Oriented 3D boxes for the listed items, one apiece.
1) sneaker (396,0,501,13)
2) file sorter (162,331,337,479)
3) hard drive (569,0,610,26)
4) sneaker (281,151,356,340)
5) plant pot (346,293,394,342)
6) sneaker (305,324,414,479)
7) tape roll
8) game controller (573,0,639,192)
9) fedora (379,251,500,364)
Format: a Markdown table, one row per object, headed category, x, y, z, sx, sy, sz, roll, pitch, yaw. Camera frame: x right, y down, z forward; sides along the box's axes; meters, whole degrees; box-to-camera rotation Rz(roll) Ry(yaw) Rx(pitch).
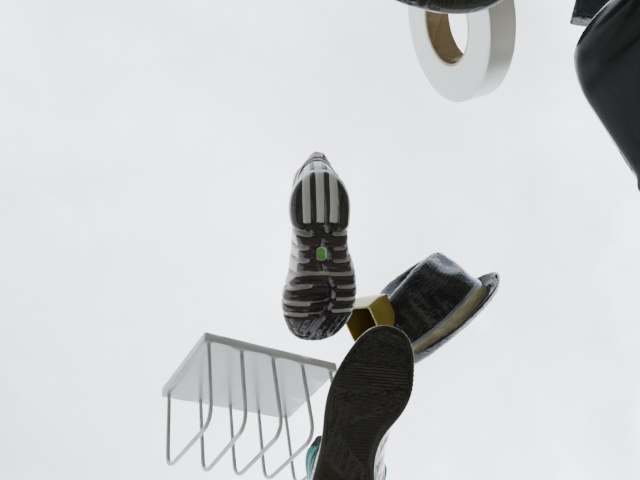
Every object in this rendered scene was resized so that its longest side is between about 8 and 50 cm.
| category | x | y | z | sx | sy | sz | roll | pitch | yaw |
| --- | --- | --- | --- | --- | --- | --- | --- | --- | --- |
| sneaker | 0.088 | -0.466 | 0.924 | 0.447 | 0.169 | 0.257 | 26 | -158 | 10 |
| file sorter | -0.123 | 0.317 | 1.122 | 0.277 | 0.193 | 0.173 | 19 | -142 | -28 |
| hard drive | 0.338 | -0.295 | 0.674 | 0.022 | 0.094 | 0.135 | 36 | -110 | -72 |
| sneaker | 0.000 | 0.000 | 0.910 | 0.106 | 0.282 | 0.163 | 3 | -148 | -4 |
| plant pot | 0.105 | 0.150 | 1.255 | 0.083 | 0.081 | 0.082 | -39 | -71 | -44 |
| sneaker | 0.055 | 0.271 | 0.875 | 0.123 | 0.178 | 0.296 | 18 | -102 | 3 |
| tape roll | 0.329 | -0.533 | 1.488 | 0.072 | 0.392 | 0.392 | -17 | -94 | -14 |
| game controller | 0.271 | -0.058 | 0.357 | 0.067 | 0.166 | 0.319 | 0 | -123 | -28 |
| fedora | 0.233 | 0.132 | 1.364 | 0.152 | 0.334 | 0.334 | 51 | -127 | 1 |
